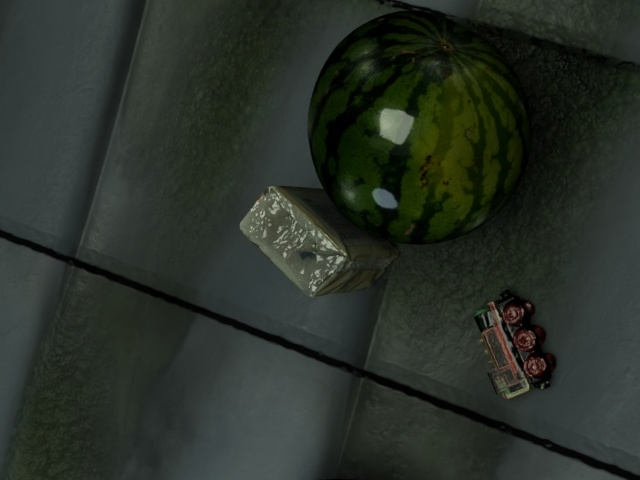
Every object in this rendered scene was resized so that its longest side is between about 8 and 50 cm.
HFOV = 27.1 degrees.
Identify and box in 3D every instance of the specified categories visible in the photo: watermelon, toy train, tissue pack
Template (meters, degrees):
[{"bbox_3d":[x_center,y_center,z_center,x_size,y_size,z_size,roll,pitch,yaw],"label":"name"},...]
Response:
[{"bbox_3d":[0.121,-0.137,1.666,0.285,0.285,0.285,0,89,23],"label":"watermelon"},{"bbox_3d":[0.250,0.137,1.736,0.087,0.050,0.138,-26,79,24],"label":"toy train"},{"bbox_3d":[0.000,0.000,1.763,0.148,0.196,0.092,44,105,18],"label":"tissue pack"}]

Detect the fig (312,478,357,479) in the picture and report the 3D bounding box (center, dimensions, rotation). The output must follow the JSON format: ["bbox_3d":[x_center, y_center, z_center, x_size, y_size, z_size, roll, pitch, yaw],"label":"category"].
[{"bbox_3d":[0.044,0.414,1.718,0.263,0.224,0.224,7,92,44],"label":"fig"}]
